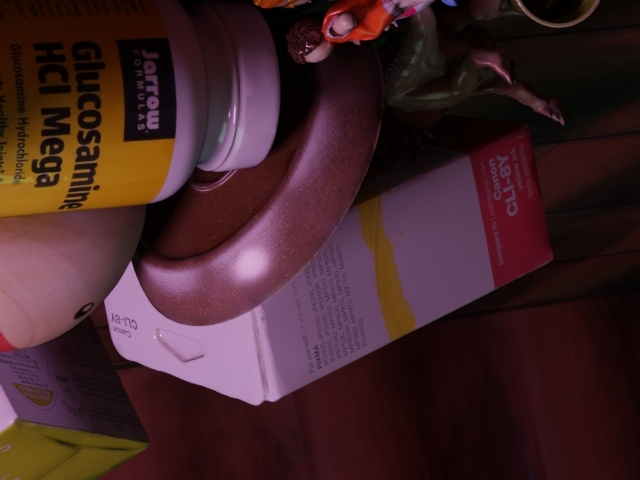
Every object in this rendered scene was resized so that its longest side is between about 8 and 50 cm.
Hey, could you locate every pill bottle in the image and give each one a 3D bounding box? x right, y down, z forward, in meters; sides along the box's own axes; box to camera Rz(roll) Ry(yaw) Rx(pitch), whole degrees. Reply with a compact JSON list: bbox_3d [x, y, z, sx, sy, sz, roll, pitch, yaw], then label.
[{"bbox_3d":[-0.211,-0.116,1.504,0.334,0.188,0.188,-6,169,-26],"label":"pill bottle"}]

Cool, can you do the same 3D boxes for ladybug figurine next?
[{"bbox_3d":[-0.377,-0.004,1.653,0.449,0.162,0.305,7,-157,8],"label":"ladybug figurine"}]

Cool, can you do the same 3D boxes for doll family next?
[{"bbox_3d":[0.030,-0.218,1.492,0.163,0.118,0.263,-21,-175,17],"label":"doll family"}]

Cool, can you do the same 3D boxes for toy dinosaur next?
[{"bbox_3d":[0.102,-0.159,1.771,0.200,0.127,0.296,-14,169,22],"label":"toy dinosaur"}]

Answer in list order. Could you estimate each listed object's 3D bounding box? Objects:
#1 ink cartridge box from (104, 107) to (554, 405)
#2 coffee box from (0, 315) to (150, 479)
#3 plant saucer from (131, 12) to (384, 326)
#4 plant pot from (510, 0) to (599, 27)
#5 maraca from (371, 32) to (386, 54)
[{"bbox_3d":[0.000,0.000,1.919,0.385,0.160,0.279,-25,-157,-34],"label":"ink cartridge box"},{"bbox_3d":[-0.451,0.156,2.043,0.338,0.334,0.338,-32,162,10],"label":"coffee box"},{"bbox_3d":[-0.074,-0.074,1.656,0.311,0.310,0.050,-20,141,41],"label":"plant saucer"},{"bbox_3d":[0.200,-0.227,1.669,0.083,0.083,0.079,-9,-178,-10],"label":"plant pot"},{"bbox_3d":[-0.010,-0.142,1.845,0.186,0.099,0.127,-42,170,21],"label":"maraca"}]
